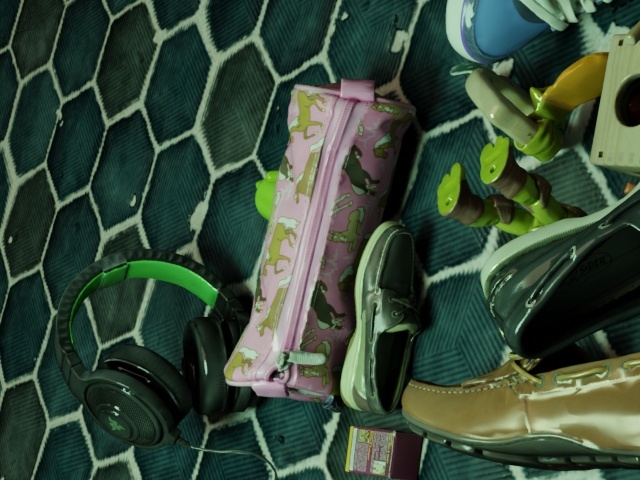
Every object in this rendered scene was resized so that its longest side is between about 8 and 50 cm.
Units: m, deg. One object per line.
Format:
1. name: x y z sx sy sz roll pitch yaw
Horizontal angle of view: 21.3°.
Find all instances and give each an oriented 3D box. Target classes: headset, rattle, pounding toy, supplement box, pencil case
1. headset: -0.182 0.195 2.159 0.394 0.243 0.185 55 150 24
2. rattle: 0.223 -0.182 1.814 0.200 0.130 0.143 -92 23 -65
3. pounding toy: 0.321 -0.164 1.603 0.094 0.181 0.206 7 86 54
4. supplement box: 0.072 0.242 1.935 0.083 0.043 0.055 0 80 54
5. pencil case: 0.000 0.000 2.004 0.167 0.160 0.386 14 91 54

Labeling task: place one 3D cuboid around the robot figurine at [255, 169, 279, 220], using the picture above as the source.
1. robot figurine: -0.038 -0.046 2.141 0.115 0.067 0.101 36 136 51

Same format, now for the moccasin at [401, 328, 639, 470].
1. moccasin: 0.231 0.149 1.670 0.380 0.139 0.147 -9 71 53

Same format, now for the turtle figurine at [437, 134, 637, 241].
1. turtle figurine: 0.223 -0.010 1.669 0.269 0.217 0.087 -21 47 59

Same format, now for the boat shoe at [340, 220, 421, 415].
1. boat shoe: 0.082 0.092 1.942 0.073 0.080 0.224 17 98 46

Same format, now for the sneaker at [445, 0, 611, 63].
1. sneaker: 0.285 -0.280 1.695 0.323 0.130 0.236 -52 40 7

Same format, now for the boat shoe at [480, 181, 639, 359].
1. boat shoe: 0.304 0.011 1.539 0.340 0.127 0.113 -23 38 17
